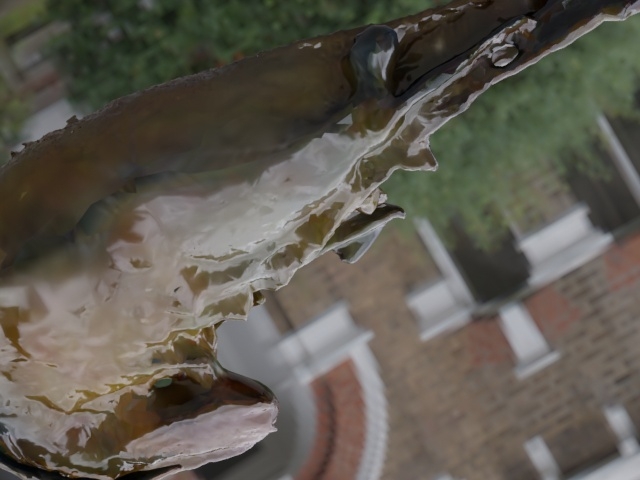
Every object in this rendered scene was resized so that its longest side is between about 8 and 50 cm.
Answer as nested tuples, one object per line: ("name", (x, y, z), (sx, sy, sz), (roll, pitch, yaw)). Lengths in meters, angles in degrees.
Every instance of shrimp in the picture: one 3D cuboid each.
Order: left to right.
("shrimp", (-0.001, -0.009, 0.594), (0.262, 0.117, 0.066), (-21, -159, 3))
